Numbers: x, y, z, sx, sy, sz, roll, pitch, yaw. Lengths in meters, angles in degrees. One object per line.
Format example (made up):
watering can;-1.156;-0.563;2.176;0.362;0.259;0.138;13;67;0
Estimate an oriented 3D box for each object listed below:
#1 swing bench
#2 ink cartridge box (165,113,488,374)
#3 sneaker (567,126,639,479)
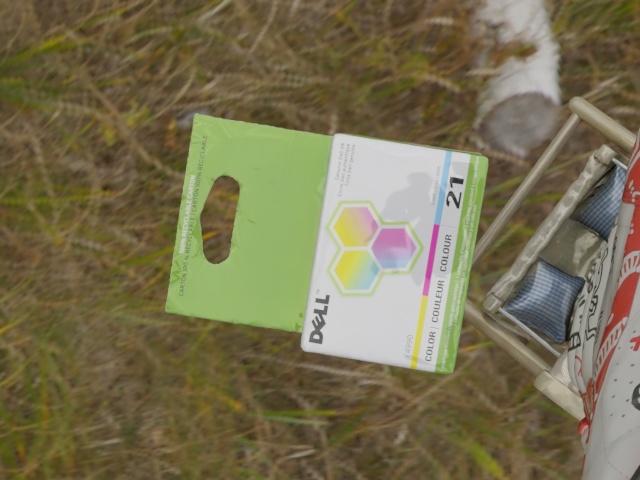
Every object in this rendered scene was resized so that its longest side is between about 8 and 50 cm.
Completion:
swing bench;0.297;0.038;1.544;0.165;0.255;0.253;28;101;-42
ink cartridge box;0.000;0.000;1.324;0.255;0.097;0.189;9;94;1
sneaker;0.123;0.077;0.493;0.090;0.145;0.270;9;63;5
